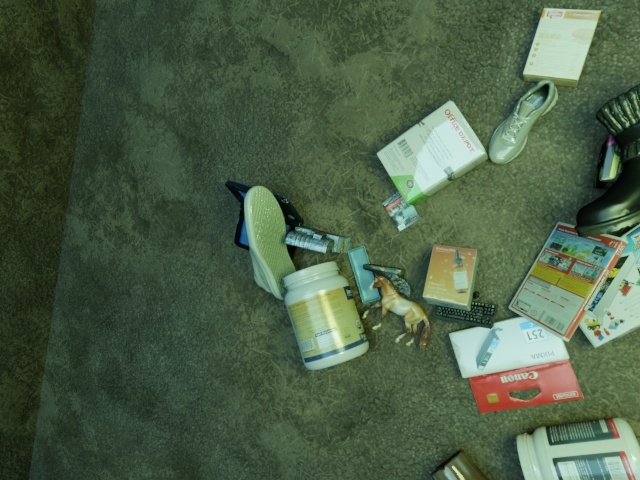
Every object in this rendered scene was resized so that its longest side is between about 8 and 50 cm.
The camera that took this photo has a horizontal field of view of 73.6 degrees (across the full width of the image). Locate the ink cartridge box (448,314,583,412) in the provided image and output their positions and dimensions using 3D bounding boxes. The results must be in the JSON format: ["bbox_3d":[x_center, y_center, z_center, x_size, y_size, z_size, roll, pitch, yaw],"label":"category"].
[{"bbox_3d":[0.561,0.361,1.244,0.296,0.066,0.261,-21,79,26],"label":"ink cartridge box"}]

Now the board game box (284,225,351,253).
[{"bbox_3d":[0.000,0.000,1.490,0.194,0.194,0.060,13,96,12],"label":"board game box"}]

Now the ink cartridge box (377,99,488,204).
[{"bbox_3d":[0.348,-0.264,1.333,0.273,0.115,0.198,-33,75,23],"label":"ink cartridge box"}]

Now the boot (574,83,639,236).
[{"bbox_3d":[0.689,-0.187,0.962,0.348,0.131,0.260,-31,84,10],"label":"boot"}]

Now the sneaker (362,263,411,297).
[{"bbox_3d":[0.220,0.131,1.425,0.170,0.051,0.089,8,92,15],"label":"sneaker"}]

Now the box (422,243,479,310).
[{"bbox_3d":[0.395,0.111,1.290,0.130,0.091,0.170,7,73,27],"label":"box"}]

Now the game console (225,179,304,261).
[{"bbox_3d":[-0.230,-0.065,1.602,0.293,0.250,0.173,18,71,26],"label":"game console"}]

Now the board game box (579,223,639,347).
[{"bbox_3d":[0.760,0.108,1.061,0.305,0.053,0.193,-53,45,39],"label":"board game box"}]

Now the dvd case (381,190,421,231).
[{"bbox_3d":[0.270,-0.101,1.428,0.087,0.013,0.119,-36,73,22],"label":"dvd case"}]

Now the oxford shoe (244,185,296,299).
[{"bbox_3d":[-0.196,0.019,1.506,0.130,0.169,0.449,14,131,37],"label":"oxford shoe"}]

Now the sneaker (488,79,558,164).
[{"bbox_3d":[0.567,-0.343,1.220,0.099,0.121,0.262,37,106,23],"label":"sneaker"}]

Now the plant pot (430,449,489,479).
[{"bbox_3d":[0.425,0.730,1.262,0.167,0.167,0.165,-48,62,18],"label":"plant pot"}]

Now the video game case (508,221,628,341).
[{"bbox_3d":[0.644,0.100,1.137,0.025,0.204,0.285,25,96,-20],"label":"video game case"}]

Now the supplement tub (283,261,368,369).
[{"bbox_3d":[0.011,0.248,1.434,0.228,0.228,0.316,-23,80,25],"label":"supplement tub"}]

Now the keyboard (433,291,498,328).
[{"bbox_3d":[0.442,0.201,1.302,0.180,0.023,0.108,5,62,37],"label":"keyboard"}]

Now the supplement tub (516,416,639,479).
[{"bbox_3d":[0.678,0.576,1.109,0.272,0.191,0.191,-21,80,26],"label":"supplement tub"}]

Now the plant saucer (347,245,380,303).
[{"bbox_3d":[0.152,0.118,1.483,0.067,0.018,0.192,-20,81,25],"label":"plant saucer"}]

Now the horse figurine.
[{"bbox_3d":[0.255,0.239,1.387,0.263,0.066,0.174,31,109,14],"label":"horse figurine"}]

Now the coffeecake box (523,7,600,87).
[{"bbox_3d":[0.672,-0.539,1.198,0.142,0.068,0.185,19,98,26],"label":"coffeecake box"}]

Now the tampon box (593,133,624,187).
[{"bbox_3d":[0.772,-0.194,1.090,0.101,0.161,0.120,11,94,27],"label":"tampon box"}]
